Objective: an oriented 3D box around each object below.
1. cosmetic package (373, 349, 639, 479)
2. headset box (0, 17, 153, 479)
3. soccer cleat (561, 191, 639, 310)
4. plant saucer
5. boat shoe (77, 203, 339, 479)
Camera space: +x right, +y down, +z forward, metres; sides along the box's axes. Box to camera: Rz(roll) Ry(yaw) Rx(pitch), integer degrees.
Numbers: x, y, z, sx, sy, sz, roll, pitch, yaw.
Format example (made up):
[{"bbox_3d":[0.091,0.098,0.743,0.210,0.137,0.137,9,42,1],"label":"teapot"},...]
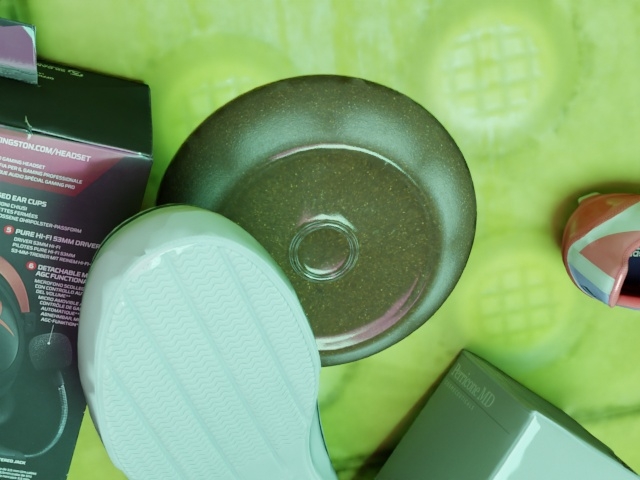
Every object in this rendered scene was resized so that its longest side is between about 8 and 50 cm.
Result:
[{"bbox_3d":[0.080,0.201,0.890,0.107,0.127,0.238,30,92,-20],"label":"cosmetic package"},{"bbox_3d":[-0.223,0.011,0.787,0.218,0.110,0.293,12,115,-14],"label":"headset box"},{"bbox_3d":[0.269,0.011,0.866,0.248,0.095,0.083,1,117,-8],"label":"soccer cleat"},{"bbox_3d":[0.000,0.000,0.856,0.199,0.036,0.198,-3,116,-6],"label":"plant saucer"},{"bbox_3d":[-0.063,0.083,0.797,0.121,0.119,0.335,-22,140,-6],"label":"boat shoe"}]
